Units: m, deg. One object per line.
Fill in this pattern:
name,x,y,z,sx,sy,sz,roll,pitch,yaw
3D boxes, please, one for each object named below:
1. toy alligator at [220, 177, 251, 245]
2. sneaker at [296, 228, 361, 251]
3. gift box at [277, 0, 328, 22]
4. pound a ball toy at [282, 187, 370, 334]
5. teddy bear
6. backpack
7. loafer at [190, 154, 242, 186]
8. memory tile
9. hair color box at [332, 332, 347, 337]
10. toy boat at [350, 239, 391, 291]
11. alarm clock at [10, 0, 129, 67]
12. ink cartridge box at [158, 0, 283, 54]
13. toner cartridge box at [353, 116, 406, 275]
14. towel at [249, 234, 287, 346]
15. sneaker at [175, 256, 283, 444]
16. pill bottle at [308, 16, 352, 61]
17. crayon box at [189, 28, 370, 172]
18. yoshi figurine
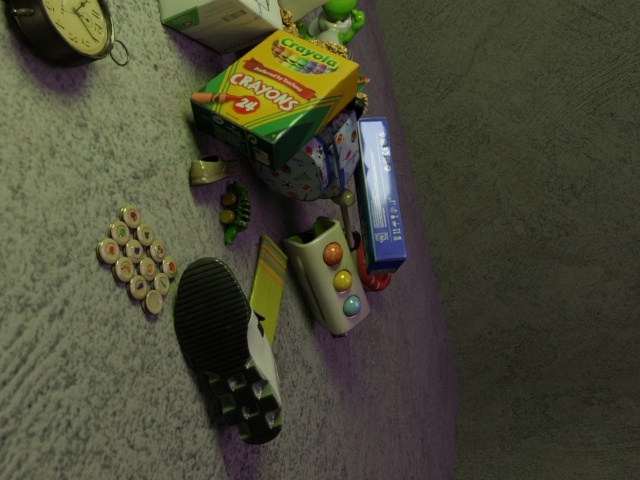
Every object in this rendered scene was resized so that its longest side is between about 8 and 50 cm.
toy alligator,-0.164,-0.082,1.039,0.056,0.051,0.190,45,40,-57
sneaker,0.000,0.000,1.405,0.234,0.106,0.078,-5,107,-45
gift box,-0.102,-0.678,1.209,0.255,0.258,0.276,47,19,-52
pound a ball toy,0.050,0.050,1.289,0.208,0.135,0.319,-34,120,-25
teddy bear,-0.036,-0.395,1.224,0.338,0.245,0.113,32,54,-5
backpack,-0.033,-0.207,1.170,0.213,0.276,0.263,-58,151,-18
loafer,-0.197,-0.140,0.976,0.148,0.056,0.050,-47,130,-65
memory tile,-0.269,0.030,0.771,0.113,0.012,0.148,-76,149,-46
hair color box,0.058,0.208,1.499,0.141,0.043,0.072,-74,148,-47
toy boat,0.203,0.087,1.778,0.231,0.151,0.151,42,43,-58
alarm clock,-0.329,-0.291,0.689,0.192,0.064,0.129,26,56,-62
ink cartridge box,-0.189,-0.454,1.000,0.212,0.154,0.093,-5,84,-68
toner cartridge box,0.134,-0.102,1.240,0.165,0.075,0.348,101,-16,-74
towel,-0.120,0.108,1.120,0.102,0.021,0.237,50,36,-43
sneaker,-0.153,0.176,0.897,0.146,0.122,0.331,-91,165,-77
pill bottle,0.032,-0.667,1.742,0.180,0.107,0.108,40,44,-60
crayon box,-0.067,-0.294,0.995,0.318,0.202,0.081,-49,158,-28
yoshi figurine,0.028,-0.623,1.525,0.203,0.203,0.362,23,70,-29
